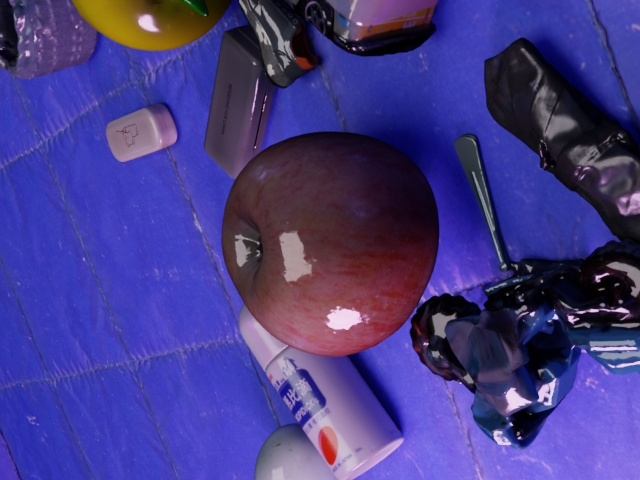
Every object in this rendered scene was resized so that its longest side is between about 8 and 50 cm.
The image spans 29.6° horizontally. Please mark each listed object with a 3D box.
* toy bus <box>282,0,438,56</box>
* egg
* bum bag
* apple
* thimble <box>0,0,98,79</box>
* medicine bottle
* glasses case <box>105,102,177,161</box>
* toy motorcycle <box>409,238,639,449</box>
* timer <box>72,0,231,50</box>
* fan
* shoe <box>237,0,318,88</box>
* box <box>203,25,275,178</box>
[{"bbox_3d":[-0.003,-0.411,1.583,0.386,0.171,0.162,44,129,29],"label":"toy bus"},{"bbox_3d":[-0.041,0.411,2.113,0.149,0.149,0.192,20,118,46],"label":"egg"},{"bbox_3d":[0.295,-0.120,1.433,0.310,0.074,0.137,48,151,24],"label":"bum bag"},{"bbox_3d":[0.000,0.000,1.667,0.345,0.269,0.345,-44,39,49],"label":"apple"},{"bbox_3d":[-0.532,-0.424,2.254,0.205,0.172,0.236,44,141,33],"label":"thimble"},{"bbox_3d":[-0.010,0.221,1.980,0.341,0.130,0.130,55,144,16],"label":"medicine bottle"},{"bbox_3d":[-0.330,-0.197,2.224,0.196,0.050,0.083,-13,97,55],"label":"glasses case"},{"bbox_3d":[0.296,0.139,1.524,0.416,0.172,0.232,-23,99,45],"label":"toy motorcycle"},{"bbox_3d":[-0.232,-0.395,1.767,0.285,0.285,0.285,30,131,40],"label":"timer"},{"bbox_3d":[0.220,-0.049,1.618,0.038,0.016,0.193,-11,100,52],"label":"fan"},{"bbox_3d":[-0.061,-0.326,1.791,0.077,0.074,0.195,-16,95,31],"label":"shoe"},{"bbox_3d":[-0.128,-0.219,1.943,0.103,0.055,0.244,45,140,28],"label":"box"}]
